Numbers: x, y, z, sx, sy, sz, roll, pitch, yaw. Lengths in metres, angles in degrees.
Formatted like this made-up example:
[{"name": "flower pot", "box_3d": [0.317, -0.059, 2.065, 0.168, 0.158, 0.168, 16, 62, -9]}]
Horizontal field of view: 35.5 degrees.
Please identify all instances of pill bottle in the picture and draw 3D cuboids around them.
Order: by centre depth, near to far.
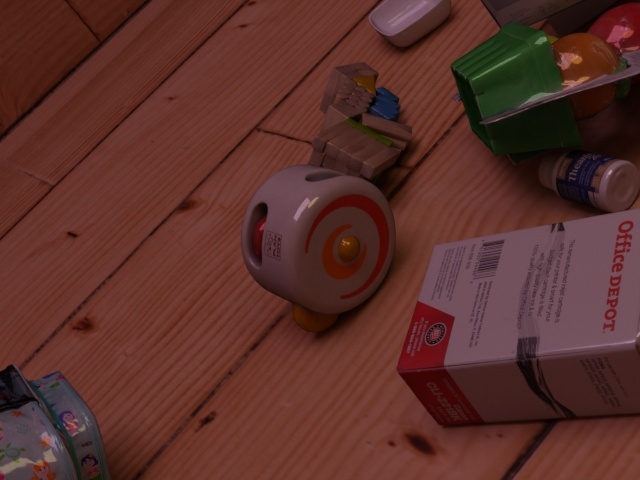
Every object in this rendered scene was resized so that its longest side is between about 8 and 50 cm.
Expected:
[{"name": "pill bottle", "box_3d": [0.336, -0.079, 1.264, 0.067, 0.067, 0.120, -47, 34, -14]}]

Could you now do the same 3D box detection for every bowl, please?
[{"name": "bowl", "box_3d": [0.169, -0.413, 1.839, 0.142, 0.053, 0.142, -35, 33, 3]}]

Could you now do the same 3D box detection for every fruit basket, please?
[{"name": "fruit basket", "box_3d": [0.363, -0.224, 1.328, 0.353, 0.165, 0.327, -14, 15, 2]}]

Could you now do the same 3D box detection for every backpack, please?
[{"name": "backpack", "box_3d": [-0.381, 0.306, 1.320, 0.191, 0.225, 0.253, -15, 25, -23]}]

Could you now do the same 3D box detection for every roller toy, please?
[{"name": "roller toy", "box_3d": [0.000, 0.000, 1.367, 0.209, 0.191, 0.146, -48, 36, -17]}]

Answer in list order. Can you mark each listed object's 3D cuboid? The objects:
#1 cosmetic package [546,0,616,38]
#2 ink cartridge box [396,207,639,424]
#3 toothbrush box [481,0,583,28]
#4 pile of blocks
[{"name": "cosmetic package", "box_3d": [0.452, -0.422, 1.552, 0.239, 0.060, 0.099, -34, 34, 22]}, {"name": "ink cartridge box", "box_3d": [0.246, 0.087, 1.103, 0.272, 0.114, 0.197, -12, 40, 35]}, {"name": "toothbrush box", "box_3d": [0.375, -0.460, 1.467, 0.216, 0.126, 0.295, -16, 29, 51]}, {"name": "pile of blocks", "box_3d": [0.061, -0.164, 1.615, 0.362, 0.149, 0.113, -78, 7, -57]}]
